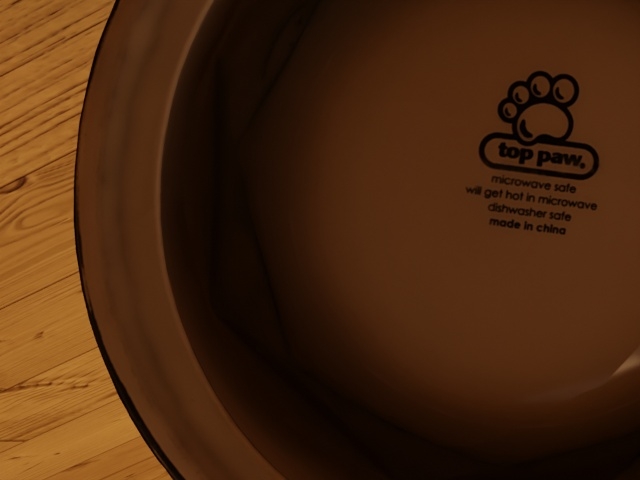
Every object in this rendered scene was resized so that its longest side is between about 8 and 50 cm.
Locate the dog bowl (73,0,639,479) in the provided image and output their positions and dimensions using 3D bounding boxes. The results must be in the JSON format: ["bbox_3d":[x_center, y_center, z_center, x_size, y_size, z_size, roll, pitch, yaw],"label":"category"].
[{"bbox_3d":[0.094,-0.023,0.909,0.408,0.408,0.150,-22,-175,2],"label":"dog bowl"}]
